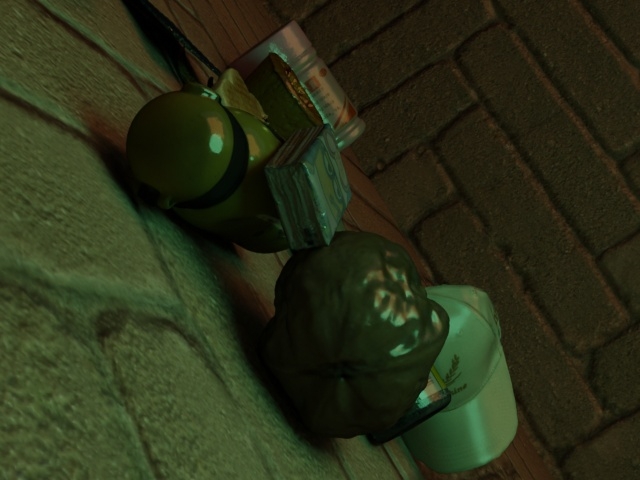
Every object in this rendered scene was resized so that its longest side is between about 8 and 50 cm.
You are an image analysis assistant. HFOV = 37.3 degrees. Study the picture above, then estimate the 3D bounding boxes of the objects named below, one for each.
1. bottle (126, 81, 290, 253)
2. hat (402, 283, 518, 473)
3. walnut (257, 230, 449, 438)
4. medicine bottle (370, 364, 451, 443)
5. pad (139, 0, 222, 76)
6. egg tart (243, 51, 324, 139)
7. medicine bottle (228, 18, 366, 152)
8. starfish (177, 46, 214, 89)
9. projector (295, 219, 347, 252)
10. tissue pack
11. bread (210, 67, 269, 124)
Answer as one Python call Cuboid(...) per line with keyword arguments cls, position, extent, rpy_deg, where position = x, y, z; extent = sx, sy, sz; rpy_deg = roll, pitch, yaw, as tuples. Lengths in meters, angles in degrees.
Cuboid(cls="bottle", position=(-0.124, -0.092, 1.246), extent=(0.171, 0.171, 0.351), rpy_deg=(60, 10, 18))
Cuboid(cls="hat", position=(0.199, 0.236, 1.584), extent=(0.168, 0.258, 0.301), rpy_deg=(46, 26, -70))
Cuboid(cls="walnut", position=(0.043, 0.117, 1.225), extent=(0.273, 0.227, 0.273), rpy_deg=(51, 17, -22))
Cuboid(cls="medicine bottle", position=(0.075, 0.160, 1.490), extent=(0.293, 0.141, 0.141), rpy_deg=(59, 10, 15))
Cuboid(cls="pad", position=(-0.274, -0.396, 1.796), extent=(0.269, 0.012, 0.270), rpy_deg=(47, 4, 27))
Cuboid(cls="egg tart", position=(-0.103, -0.289, 2.039), extent=(0.202, 0.147, 0.202), rpy_deg=(56, 9, -13))
Cuboid(cls="medicine bottle", position=(-0.055, -0.347, 2.285), extent=(0.316, 0.202, 0.202), rpy_deg=(54, 10, -12))
Cuboid(cls="starfish", position=(-0.216, -0.272, 1.754), extent=(0.138, 0.050, 0.247), rpy_deg=(49, 6, -35))
Cuboid(cls="projector", position=(0.000, 0.000, 1.740), extent=(0.108, 0.108, 0.337), rpy_deg=(43, 16, -52))
Cuboid(cls="tissue pack", position=(-0.013, -0.070, 1.210), extent=(0.155, 0.065, 0.115), rpy_deg=(-64, 140, -63))
Cuboid(cls="bread", position=(-0.119, -0.139, 1.611), extent=(0.316, 0.054, 0.316), rpy_deg=(-18, 90, -78))
